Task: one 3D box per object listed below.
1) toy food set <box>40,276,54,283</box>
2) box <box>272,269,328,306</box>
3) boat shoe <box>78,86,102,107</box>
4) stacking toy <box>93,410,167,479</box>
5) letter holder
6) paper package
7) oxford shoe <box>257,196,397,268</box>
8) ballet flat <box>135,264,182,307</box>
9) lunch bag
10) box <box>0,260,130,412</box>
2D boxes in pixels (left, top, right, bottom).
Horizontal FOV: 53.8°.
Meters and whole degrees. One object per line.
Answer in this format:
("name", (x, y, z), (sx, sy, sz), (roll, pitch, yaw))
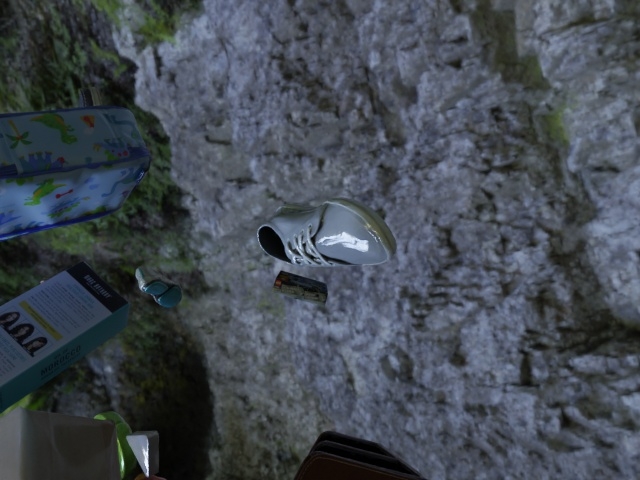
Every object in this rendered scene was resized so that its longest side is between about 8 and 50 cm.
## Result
("toy food set", (-0.408, 0.102, 0.999), (0.077, 0.122, 0.019), (13, -131, 35))
("box", (-0.034, 0.084, 1.121), (0.093, 0.027, 0.137), (16, -177, -1))
("boat shoe", (-0.520, -0.189, 1.359), (0.092, 0.286, 0.103), (-1, -150, -27))
("stacking toy", (-0.308, 0.453, 1.203), (0.130, 0.280, 0.308), (-13, -174, -44))
("letter holder", (-0.011, 0.436, 0.892), (0.214, 0.302, 0.152), (22, 175, -23))
("paper package", (-0.430, 0.443, 0.877), (0.309, 0.325, 0.168), (-32, 146, 20))
("oxford shoe", (0.000, 0.000, 1.356), (0.130, 0.169, 0.449), (-39, -158, -24))
("ballet flat", (-0.318, 0.087, 1.248), (0.057, 0.052, 0.168), (-34, 161, -8))
("lunch bag", (-0.321, -0.074, 0.743), (0.218, 0.090, 0.176), (-18, 167, -44))
("box", (-0.373, 0.129, 0.806), (0.244, 0.100, 0.060), (-37, 158, -43))
